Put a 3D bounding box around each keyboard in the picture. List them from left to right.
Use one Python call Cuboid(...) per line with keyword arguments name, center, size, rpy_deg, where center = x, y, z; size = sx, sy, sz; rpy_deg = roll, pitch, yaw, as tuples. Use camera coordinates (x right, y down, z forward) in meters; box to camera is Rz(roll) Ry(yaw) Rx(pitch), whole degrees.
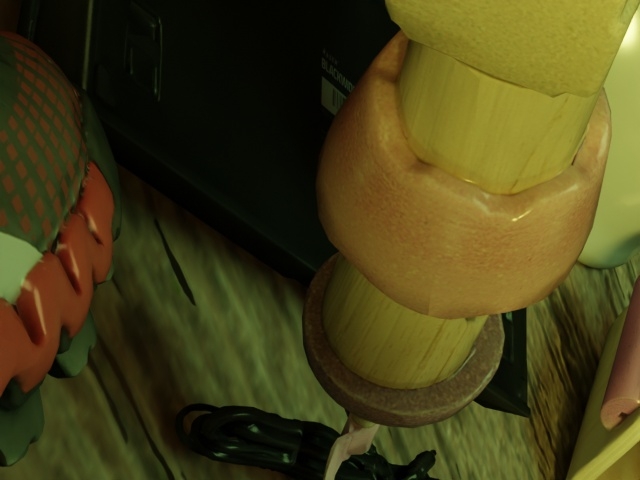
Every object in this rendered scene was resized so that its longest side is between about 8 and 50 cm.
Cuboid(name="keyboard", center=(0.000, 0.000, 0.599), size=(0.317, 0.033, 0.201), rpy_deg=(36, 51, -55))

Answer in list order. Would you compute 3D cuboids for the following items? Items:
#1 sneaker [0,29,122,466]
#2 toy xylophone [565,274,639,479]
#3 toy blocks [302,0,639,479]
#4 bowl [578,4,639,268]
Cuboid(name="sneaker", center=(-0.119, -0.003, 0.277), size=(0.276, 0.097, 0.135), rpy_deg=(-42, 123, -58))
Cuboid(name="toy xylophone", center=(0.229, 0.139, 0.882), size=(0.322, 0.081, 0.236), rpy_deg=(40, 39, -22))
Cuboid(name="toy blocks", center=(0.057, -0.095, 0.492), size=(0.260, 0.309, 0.288), rpy_deg=(108, 8, -62))
Cuboid(name="bowl", center=(0.178, -0.138, 0.884), size=(0.298, 0.134, 0.298), rpy_deg=(26, 60, -60))
